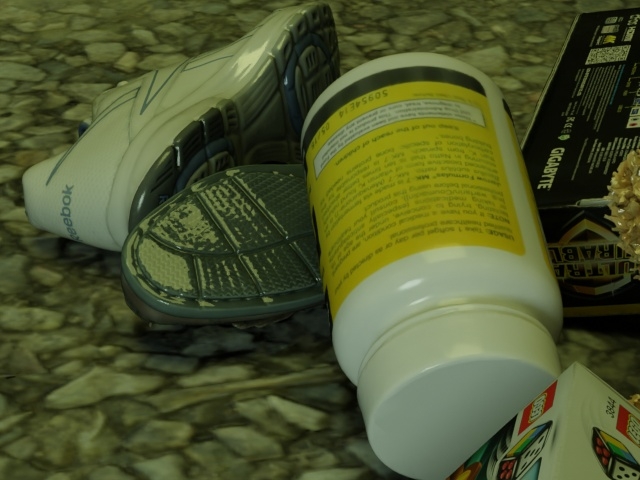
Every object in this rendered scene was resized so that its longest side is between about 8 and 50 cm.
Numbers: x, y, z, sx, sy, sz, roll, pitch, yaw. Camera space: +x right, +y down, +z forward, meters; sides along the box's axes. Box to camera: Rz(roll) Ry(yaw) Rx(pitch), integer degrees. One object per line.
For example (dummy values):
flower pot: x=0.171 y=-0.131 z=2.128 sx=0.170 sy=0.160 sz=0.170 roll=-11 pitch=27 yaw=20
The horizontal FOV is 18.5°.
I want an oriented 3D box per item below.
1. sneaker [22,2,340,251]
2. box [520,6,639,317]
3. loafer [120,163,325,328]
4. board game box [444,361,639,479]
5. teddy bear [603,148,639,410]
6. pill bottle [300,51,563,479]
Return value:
sneaker: x=-0.079 y=-0.082 z=1.259 sx=0.129 sy=0.111 sz=0.297 roll=8 pitch=27 yaw=27
box: x=0.261 y=-0.064 z=1.198 sx=0.257 sy=0.079 sz=0.322 roll=-3 pitch=26 yaw=18
loafer: x=0.000 y=0.000 z=1.150 sx=0.267 sy=0.084 sz=0.096 roll=-22 pitch=66 yaw=-29
board game box: x=0.026 y=0.188 z=0.662 sx=0.053 sy=0.193 sz=0.305 roll=39 pitch=29 yaw=-8
teddy bear: x=0.256 y=-0.005 z=0.979 sx=0.245 sy=0.113 sz=0.338 roll=-7 pitch=60 yaw=12
pill bottle: x=0.058 y=0.012 z=1.012 sx=0.119 sy=0.119 sz=0.208 roll=-4 pitch=46 yaw=-6
